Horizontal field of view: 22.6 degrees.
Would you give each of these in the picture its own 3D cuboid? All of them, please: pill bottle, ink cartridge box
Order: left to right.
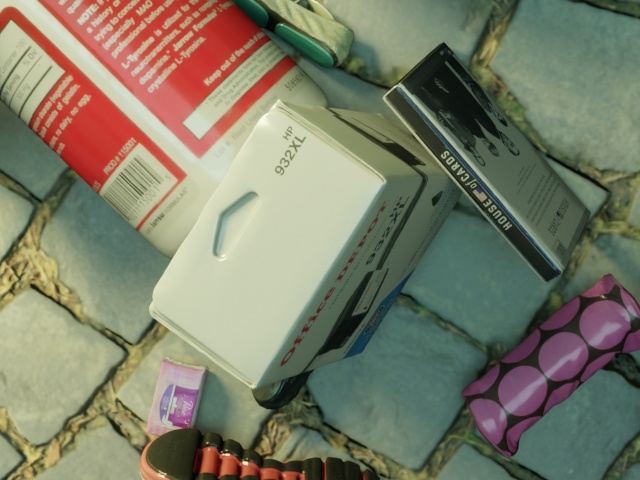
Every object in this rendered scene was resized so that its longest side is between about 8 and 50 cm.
[{"bbox_3d":[-0.208,-0.194,1.560,0.407,0.229,0.229,44,96,-3],"label":"pill bottle"},{"bbox_3d":[0.000,0.000,1.494,0.129,0.307,0.223,36,103,14],"label":"ink cartridge box"}]

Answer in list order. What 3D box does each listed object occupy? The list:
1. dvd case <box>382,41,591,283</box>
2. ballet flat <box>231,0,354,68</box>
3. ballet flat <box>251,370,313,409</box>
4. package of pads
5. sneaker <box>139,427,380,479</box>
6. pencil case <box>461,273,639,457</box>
[{"bbox_3d":[0.170,-0.081,1.584,0.029,0.179,0.239,-39,93,26],"label":"dvd case"},{"bbox_3d":[-0.041,-0.238,1.645,0.168,0.057,0.052,33,69,-5],"label":"ballet flat"},{"bbox_3d":[-0.012,0.104,1.684,0.057,0.049,0.173,40,91,20],"label":"ballet flat"},{"bbox_3d":[-0.152,0.168,1.695,0.050,0.032,0.083,14,97,2],"label":"package of pads"},{"bbox_3d":[-0.046,0.299,1.684,0.313,0.116,0.136,17,121,-3],"label":"sneaker"},{"bbox_3d":[0.246,0.131,1.647,0.209,0.095,0.098,-39,123,5],"label":"pencil case"}]
